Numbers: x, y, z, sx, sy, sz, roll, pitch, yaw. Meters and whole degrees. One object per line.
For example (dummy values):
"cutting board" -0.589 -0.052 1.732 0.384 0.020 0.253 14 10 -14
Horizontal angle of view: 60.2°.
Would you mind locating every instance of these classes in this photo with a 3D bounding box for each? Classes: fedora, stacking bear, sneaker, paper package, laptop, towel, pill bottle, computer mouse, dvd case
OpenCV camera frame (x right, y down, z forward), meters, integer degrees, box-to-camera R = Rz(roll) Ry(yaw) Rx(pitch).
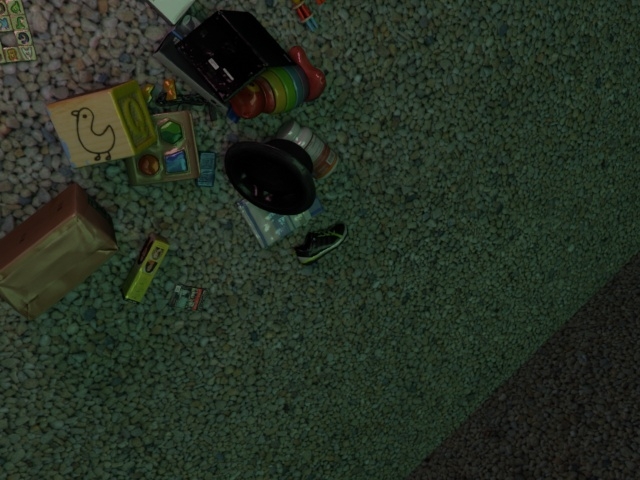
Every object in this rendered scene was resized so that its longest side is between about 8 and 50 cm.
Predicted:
"fedora" -0.146 -0.236 1.832 0.334 0.334 0.153 58 46 -30
"stacking bear" -0.155 -0.472 1.743 0.289 0.164 0.175 -31 77 -31
"sneaker" 0.000 0.000 2.080 0.234 0.084 0.097 -39 119 -7
"paper package" -0.759 0.018 1.590 0.309 0.325 0.168 -40 120 -6
"laptop" -0.250 -0.555 1.657 0.264 0.136 0.234 -41 83 -3
"towel" -0.139 -0.117 2.001 0.285 0.034 0.209 -32 120 -12
"pill bottle" -0.047 -0.317 1.917 0.216 0.121 0.121 38 90 -31
"towel" -0.383 -0.238 1.842 0.067 0.029 0.120 1 109 -26
"computer mouse" -0.419 -0.345 1.771 0.184 0.060 0.262 -11 102 -17
"dvd case" -0.472 0.205 1.977 0.119 0.013 0.087 13 103 -30

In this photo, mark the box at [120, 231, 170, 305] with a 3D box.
"box" -0.587 0.093 1.840 0.058 0.087 0.232 25 96 -33

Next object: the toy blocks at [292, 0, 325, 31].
"toy blocks" -0.032 -0.770 1.790 0.123 0.054 0.148 -42 121 -5

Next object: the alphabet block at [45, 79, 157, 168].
"alphabet block" -0.610 -0.331 1.565 0.197 0.193 0.193 -11 115 10

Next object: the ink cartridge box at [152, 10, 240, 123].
"ink cartridge box" -0.334 -0.529 1.712 0.332 0.065 0.165 37 73 -32

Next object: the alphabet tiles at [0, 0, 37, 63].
"alphabet tiles" -0.914 -0.574 1.478 0.237 0.009 0.198 -15 115 -20

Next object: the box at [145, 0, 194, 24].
"box" -0.440 -0.701 1.606 0.101 0.087 0.102 -49 121 -1

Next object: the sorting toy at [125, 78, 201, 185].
"sorting toy" -0.502 -0.331 1.696 0.229 0.041 0.307 -7 101 -3
